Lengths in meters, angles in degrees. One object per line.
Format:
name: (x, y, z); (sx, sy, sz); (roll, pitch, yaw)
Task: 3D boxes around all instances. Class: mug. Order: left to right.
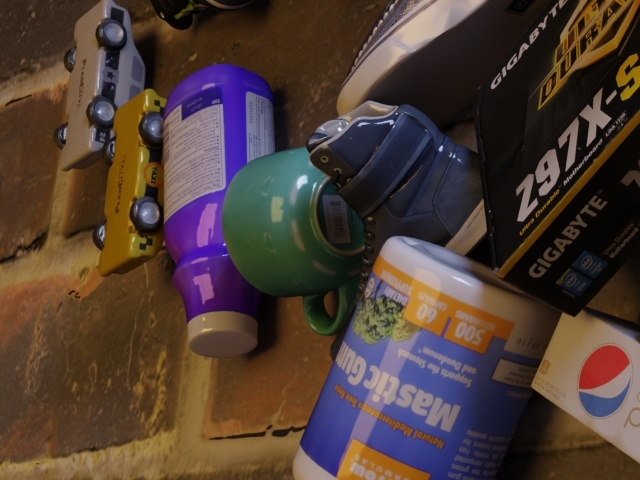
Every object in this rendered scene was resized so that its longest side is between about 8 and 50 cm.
mug: (0.001, -0.009, 1.667); (0.097, 0.158, 0.129); (-11, 43, 50)

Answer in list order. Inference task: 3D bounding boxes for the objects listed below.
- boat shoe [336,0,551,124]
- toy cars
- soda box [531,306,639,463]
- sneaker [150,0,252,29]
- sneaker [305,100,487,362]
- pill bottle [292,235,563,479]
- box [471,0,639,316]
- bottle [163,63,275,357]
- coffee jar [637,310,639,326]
boat shoe: (0.123, -0.239, 1.572); (0.340, 0.127, 0.158); (-41, 56, 25)
toy cars: (-0.201, -0.109, 2.021); (0.176, 0.087, 0.393); (-61, 31, 23)
soda box: (0.241, 0.118, 1.305); (0.216, 0.069, 0.074); (35, 104, 55)
sneaker: (-0.130, -0.268, 2.018); (0.235, 0.084, 0.097); (41, 133, 55)
sneaker: (0.035, -0.009, 1.559); (0.226, 0.163, 0.086); (-53, 8, 19)
pill bottle: (0.069, 0.146, 1.460); (0.152, 0.152, 0.272); (32, 102, 55)
box: (0.236, -0.137, 1.354); (0.322, 0.079, 0.257); (-51, 22, 29)
bottle: (-0.097, -0.028, 1.824); (0.118, 0.092, 0.283); (-32, 51, 42)
coffee jar: (0.294, 0.000, 1.273); (0.184, 0.079, 0.096); (-64, 28, 12)
